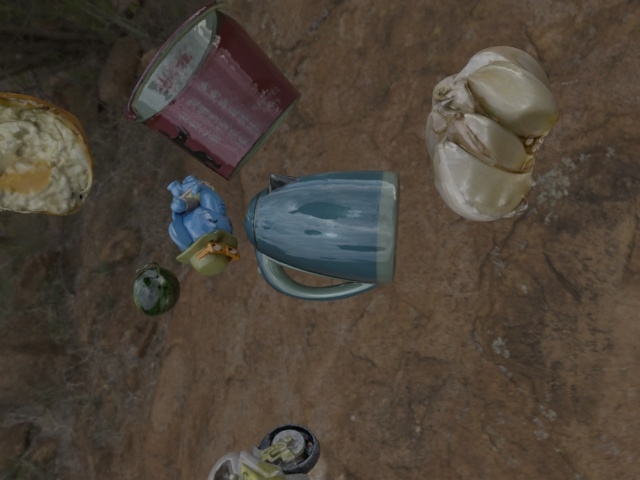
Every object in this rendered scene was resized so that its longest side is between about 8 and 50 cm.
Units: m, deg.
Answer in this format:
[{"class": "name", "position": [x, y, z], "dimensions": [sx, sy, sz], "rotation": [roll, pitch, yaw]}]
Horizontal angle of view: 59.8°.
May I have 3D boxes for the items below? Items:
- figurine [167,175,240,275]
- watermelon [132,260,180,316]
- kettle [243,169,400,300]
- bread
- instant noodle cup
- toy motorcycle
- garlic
[{"class": "figurine", "position": [-0.285, -0.042, 1.288], "dimensions": [0.154, 0.180, 0.261], "rotation": [-28, 76, -3]}, {"class": "watermelon", "position": [-0.483, 0.137, 1.640], "dimensions": [0.140, 0.141, 0.187], "rotation": [53, 140, 38]}, {"class": "kettle", "position": [0.000, 0.000, 1.246], "dimensions": [0.343, 0.247, 0.319], "rotation": [2, 113, 9]}, {"class": "bread", "position": [-0.741, -0.235, 1.344], "dimensions": [0.394, 0.361, 0.250], "rotation": [42, 121, 60]}, {"class": "instant noodle cup", "position": [-0.153, -0.216, 0.858], "dimensions": [0.234, 0.178, 0.235], "rotation": [-47, 9, 10]}, {"class": "toy motorcycle", "position": [-0.085, 0.393, 0.746], "dimensions": [0.340, 0.223, 0.107], "rotation": [-113, 16, -59]}, {"class": "garlic", "position": [0.255, -0.182, 0.906], "dimensions": [0.280, 0.203, 0.185], "rotation": [-65, 22, 7]}]
